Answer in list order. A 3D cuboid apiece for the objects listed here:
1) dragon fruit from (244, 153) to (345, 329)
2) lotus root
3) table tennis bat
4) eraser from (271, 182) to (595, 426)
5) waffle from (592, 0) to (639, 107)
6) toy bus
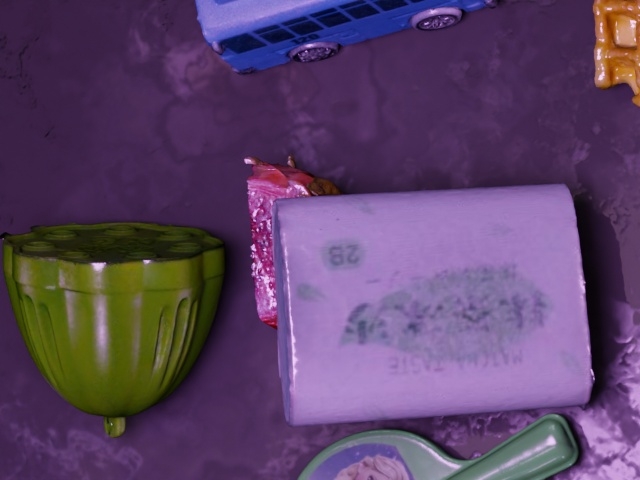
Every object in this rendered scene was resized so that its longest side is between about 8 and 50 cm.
[{"bbox_3d":[0.000,0.000,1.529,0.096,0.102,0.147,-5,89,28],"label":"dragon fruit"},{"bbox_3d":[-0.168,0.078,1.560,0.186,0.186,0.186,-4,80,21],"label":"lotus root"},{"bbox_3d":[0.085,0.207,1.493,0.257,0.039,0.160,-30,76,17],"label":"table tennis bat"},{"bbox_3d":[0.082,0.048,1.445,0.227,0.081,0.174,-3,81,-7],"label":"eraser"},{"bbox_3d":[0.287,-0.182,1.448,0.160,0.055,0.211,1,90,33],"label":"waffle"},{"bbox_3d":[0.009,-0.220,1.541,0.234,0.133,0.116,-14,77,19],"label":"toy bus"}]
